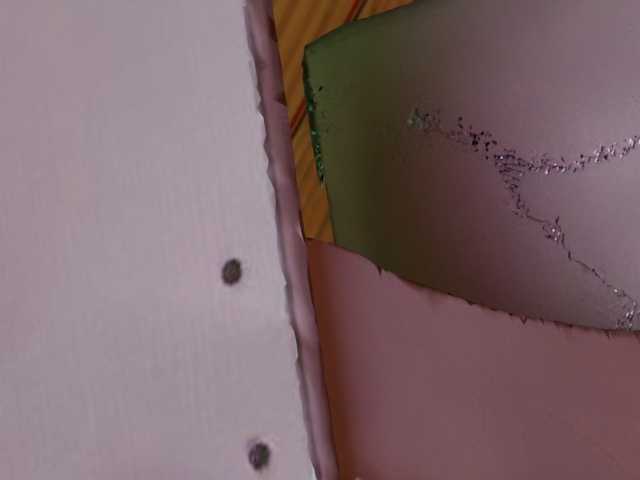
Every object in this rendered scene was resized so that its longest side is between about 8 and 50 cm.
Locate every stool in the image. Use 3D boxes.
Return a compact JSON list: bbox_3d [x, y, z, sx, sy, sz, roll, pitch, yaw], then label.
[{"bbox_3d":[0.000,0.000,0.631,0.170,0.243,0.270,-23,66,35],"label":"stool"}]
